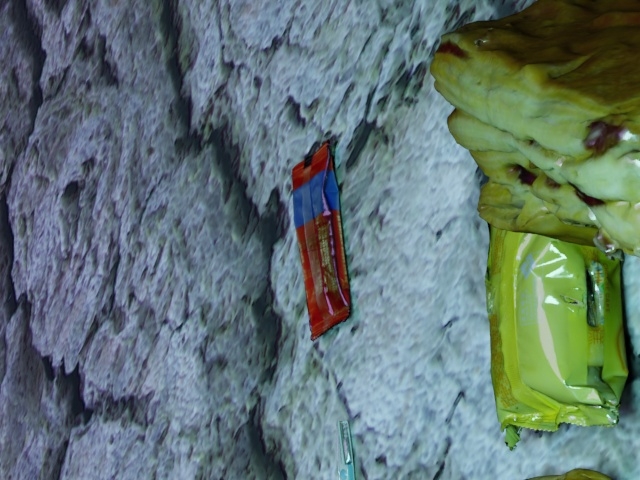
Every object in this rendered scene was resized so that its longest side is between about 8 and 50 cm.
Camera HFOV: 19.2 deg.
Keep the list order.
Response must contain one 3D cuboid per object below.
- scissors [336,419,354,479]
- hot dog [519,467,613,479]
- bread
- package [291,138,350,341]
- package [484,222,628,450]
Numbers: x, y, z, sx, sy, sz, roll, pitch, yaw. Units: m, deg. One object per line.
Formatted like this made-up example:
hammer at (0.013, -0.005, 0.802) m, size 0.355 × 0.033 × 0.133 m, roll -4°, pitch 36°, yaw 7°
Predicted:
scissors at (0.028, 0.243, 1.930) m, size 0.058 × 0.014 × 0.119 m, roll -15°, pitch 77°, yaw 54°
hot dog at (0.192, 0.245, 1.603) m, size 0.235 × 0.062 × 0.092 m, roll -24°, pitch 66°, yaw 59°
bread at (0.254, -0.079, 1.372) m, size 0.324 × 0.277 × 0.167 m, roll 34°, pitch 139°, yaw 56°
package at (0.000, 0.000, 1.994) m, size 0.083 × 0.022 × 0.200 m, roll -31°, pitch 60°, yaw 54°
package at (0.195, 0.060, 1.592) m, size 0.168 × 0.090 × 0.226 m, roll -19°, pitch 68°, yaw 61°
